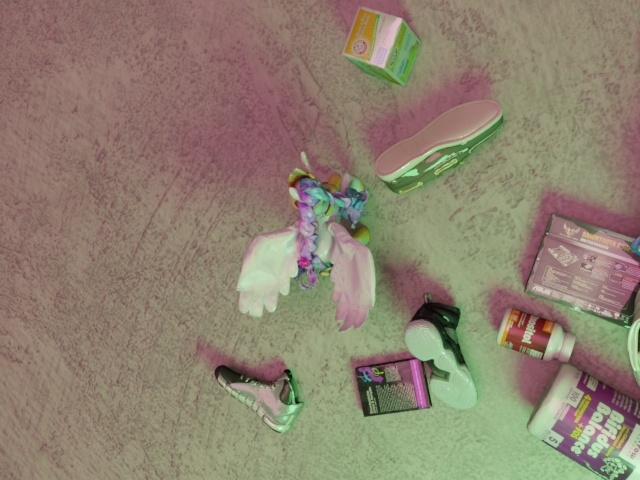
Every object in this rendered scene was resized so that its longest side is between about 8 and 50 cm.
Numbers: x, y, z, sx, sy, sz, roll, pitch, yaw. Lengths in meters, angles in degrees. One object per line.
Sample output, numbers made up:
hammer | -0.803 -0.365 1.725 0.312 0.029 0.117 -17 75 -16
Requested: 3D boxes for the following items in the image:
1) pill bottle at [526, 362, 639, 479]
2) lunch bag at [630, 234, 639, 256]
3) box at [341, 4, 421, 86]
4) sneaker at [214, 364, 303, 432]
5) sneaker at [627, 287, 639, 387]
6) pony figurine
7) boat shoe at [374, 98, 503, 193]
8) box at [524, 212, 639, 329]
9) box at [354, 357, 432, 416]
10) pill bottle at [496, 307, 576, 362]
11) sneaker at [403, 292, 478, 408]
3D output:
pill bottle | 0.586 0.393 1.496 0.301 0.169 0.169 30 99 17
lunch bag | 0.815 -0.025 1.307 0.385 0.239 0.328 -50 48 9
box | 0.137 -0.422 1.631 0.103 0.203 0.114 23 97 17
sneaker | -0.135 0.344 1.791 0.228 0.086 0.132 39 97 5
sneaker | 0.646 0.246 1.439 0.108 0.169 0.293 -5 111 33
pony figurine | 0.000 0.000 1.591 0.302 0.363 0.351 5 91 18
boat shoe | 0.269 -0.205 1.646 0.305 0.091 0.109 -29 44 14
box | 0.568 0.062 1.562 0.231 0.056 0.183 19 95 17
box | 0.166 0.337 1.711 0.162 0.029 0.116 -12 85 17
pill bottle | 0.458 0.205 1.583 0.152 0.086 0.086 18 95 17
sneaker | 0.281 0.238 1.635 0.101 0.153 0.269 -16 120 33
